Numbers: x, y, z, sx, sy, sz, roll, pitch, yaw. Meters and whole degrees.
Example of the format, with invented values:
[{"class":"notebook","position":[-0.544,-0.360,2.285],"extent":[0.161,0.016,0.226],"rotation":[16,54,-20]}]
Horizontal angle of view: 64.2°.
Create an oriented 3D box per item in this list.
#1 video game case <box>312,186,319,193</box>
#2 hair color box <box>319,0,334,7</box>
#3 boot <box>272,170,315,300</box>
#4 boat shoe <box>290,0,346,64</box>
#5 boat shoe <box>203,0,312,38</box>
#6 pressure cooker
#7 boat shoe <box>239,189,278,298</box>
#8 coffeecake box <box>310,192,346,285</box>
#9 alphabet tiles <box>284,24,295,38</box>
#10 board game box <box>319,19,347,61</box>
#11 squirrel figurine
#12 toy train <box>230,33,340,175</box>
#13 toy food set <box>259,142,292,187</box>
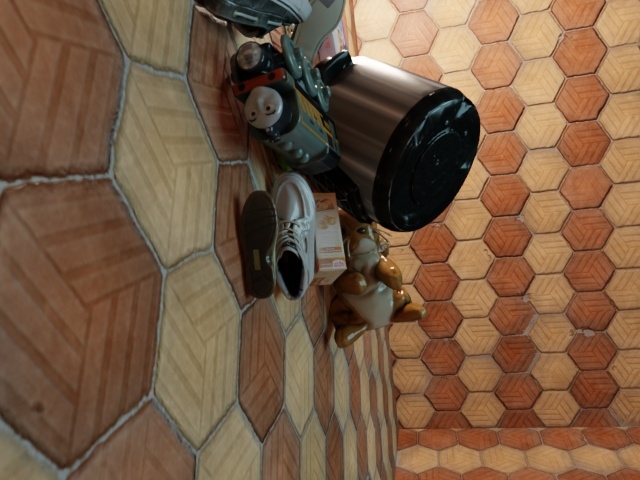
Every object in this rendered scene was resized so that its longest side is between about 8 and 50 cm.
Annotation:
[{"class":"video game case","position":[0.013,-0.255,1.537],"extent":[0.204,0.025,0.285],"rotation":[-35,124,-69]},{"class":"hair color box","position":[-0.032,-0.671,1.092],"extent":[0.185,0.113,0.375],"rotation":[29,36,-30]},{"class":"boot","position":[-0.054,-0.007,1.054],"extent":[0.123,0.095,0.258],"rotation":[-78,161,-73]},{"class":"boat shoe","position":[-0.020,-0.502,1.221],"extent":[0.079,0.095,0.255],"rotation":[-104,-147,-47]},{"class":"boat shoe","position":[-0.121,-0.435,0.933],"extent":[0.119,0.121,0.335],"rotation":[-57,170,20]},{"class":"pressure cooker","position":[0.136,-0.256,1.293],"extent":[0.375,0.420,0.370],"rotation":[-9,126,-46]},{"class":"boat shoe","position":[-0.109,0.005,0.910],"extent":[0.072,0.068,0.190],"rotation":[-95,-172,-83]},{"class":"coffeecake box","position":[0.000,0.000,1.208],"extent":[0.142,0.068,0.186],"rotation":[125,-41,-66]},{"class":"alphabet tiles","position":[-0.065,-0.556,1.446],"extent":[0.198,0.009,0.237],"rotation":[-80,160,-52]},{"class":"board game box","position":[0.048,-0.721,1.900],"extent":[0.318,0.065,0.319],"rotation":[-77,158,-55]},{"class":"squirrel figurine","position":[0.118,0.072,1.590],"extent":[0.397,0.280,0.371],"rotation":[-107,179,-80]},{"class":"toy train","position":[-0.056,-0.244,0.972],"extent":[0.334,0.142,0.190],"rotation":[19,58,-72]},{"class":"toy food set","position":[-0.085,-0.216,1.138],"extent":[0.192,0.038,0.132],"rotation":[-80,160,-51]}]
